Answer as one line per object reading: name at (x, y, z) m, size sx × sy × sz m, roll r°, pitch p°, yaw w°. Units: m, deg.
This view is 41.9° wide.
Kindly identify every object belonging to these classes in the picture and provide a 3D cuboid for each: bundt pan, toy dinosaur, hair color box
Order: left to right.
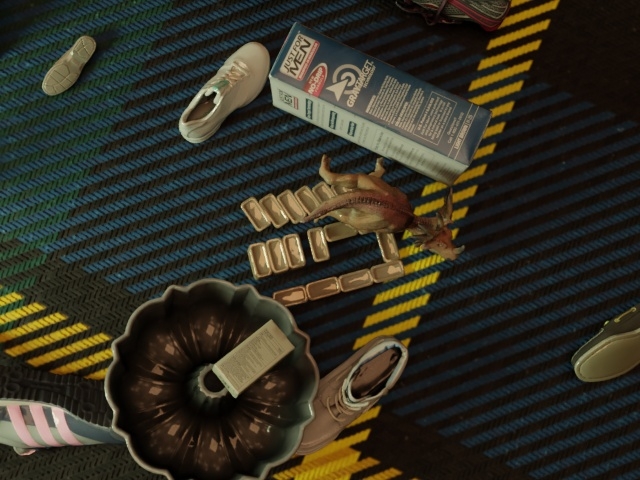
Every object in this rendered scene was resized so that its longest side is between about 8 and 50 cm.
bundt pan at (-0.174, 0.233, 1.330) m, size 0.331 × 0.124 × 0.331 m, roll 4°, pitch 71°, yaw -12°
hair color box at (0.094, -0.220, 1.388) m, size 0.347 × 0.174 × 0.105 m, roll 25°, pitch 83°, yaw 2°
toy dinosaur at (0.108, -0.050, 1.335) m, size 0.200 × 0.295 × 0.127 m, roll 27°, pitch 105°, yaw 35°

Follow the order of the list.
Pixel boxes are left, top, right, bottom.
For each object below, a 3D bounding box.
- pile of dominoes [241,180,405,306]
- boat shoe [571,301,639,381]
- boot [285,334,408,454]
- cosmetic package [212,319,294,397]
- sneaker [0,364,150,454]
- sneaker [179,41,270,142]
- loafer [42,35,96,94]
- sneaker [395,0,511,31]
pile of dominoes at (0.000, 0.000, 1.441) m, size 0.251 × 0.040 × 0.196 m, roll -14°, pitch 83°, yaw -11°
boat shoe at (0.517, 0.159, 1.404) m, size 0.228 × 0.069 × 0.081 m, roll -28°, pitch 119°, yaw -2°
boot at (0.038, 0.249, 1.355) m, size 0.095 × 0.123 × 0.258 m, roll 44°, pitch 85°, yaw 4°
cosmetic package at (-0.102, 0.180, 1.276) m, size 0.115 × 0.041 × 0.060 m, roll -36°, pitch 81°, yaw -22°
sneaker at (-0.436, 0.296, 1.370) m, size 0.319 × 0.112 × 0.131 m, roll 14°, pitch 116°, yaw -6°
sneaker at (-0.162, -0.258, 1.429) m, size 0.080 × 0.094 × 0.212 m, roll 38°, pitch 84°, yaw 5°
loafer at (-0.440, -0.306, 1.464) m, size 0.045 × 0.039 × 0.125 m, roll 41°, pitch 87°, yaw -29°
sneaker at (0.182, -0.434, 1.453) m, size 0.299 × 0.112 × 0.121 m, roll 14°, pitch 46°, yaw 12°
